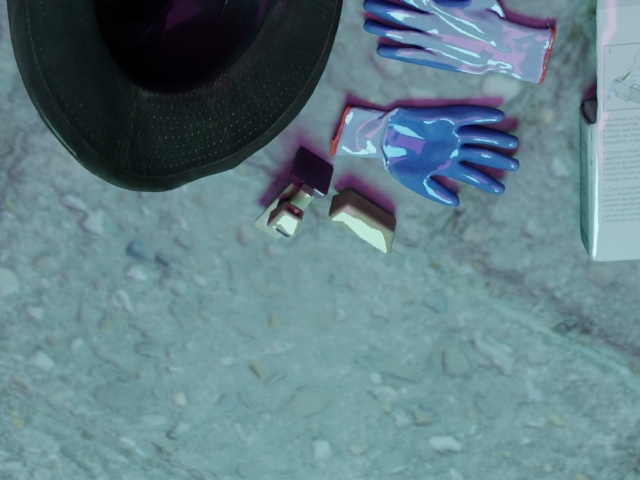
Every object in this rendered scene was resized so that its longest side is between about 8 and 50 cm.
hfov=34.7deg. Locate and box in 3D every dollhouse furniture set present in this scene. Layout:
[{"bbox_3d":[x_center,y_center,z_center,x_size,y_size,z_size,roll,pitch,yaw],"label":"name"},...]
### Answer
[{"bbox_3d":[0.000,0.000,0.872,0.114,0.091,0.081,31,129,-15],"label":"dollhouse furniture set"}]

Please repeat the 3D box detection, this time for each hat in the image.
[{"bbox_3d":[-0.120,-0.205,0.715,0.134,0.331,0.331,25,122,33],"label":"hat"}]

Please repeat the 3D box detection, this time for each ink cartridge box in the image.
[{"bbox_3d":[0.345,-0.107,0.804,0.275,0.060,0.238,-4,115,6],"label":"ink cartridge box"}]

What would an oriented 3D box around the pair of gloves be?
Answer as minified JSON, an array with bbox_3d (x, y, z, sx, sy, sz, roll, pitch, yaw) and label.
[{"bbox_3d":[0.099,-0.123,0.830,0.159,0.023,0.198,13,117,-4],"label":"pair of gloves"}]
